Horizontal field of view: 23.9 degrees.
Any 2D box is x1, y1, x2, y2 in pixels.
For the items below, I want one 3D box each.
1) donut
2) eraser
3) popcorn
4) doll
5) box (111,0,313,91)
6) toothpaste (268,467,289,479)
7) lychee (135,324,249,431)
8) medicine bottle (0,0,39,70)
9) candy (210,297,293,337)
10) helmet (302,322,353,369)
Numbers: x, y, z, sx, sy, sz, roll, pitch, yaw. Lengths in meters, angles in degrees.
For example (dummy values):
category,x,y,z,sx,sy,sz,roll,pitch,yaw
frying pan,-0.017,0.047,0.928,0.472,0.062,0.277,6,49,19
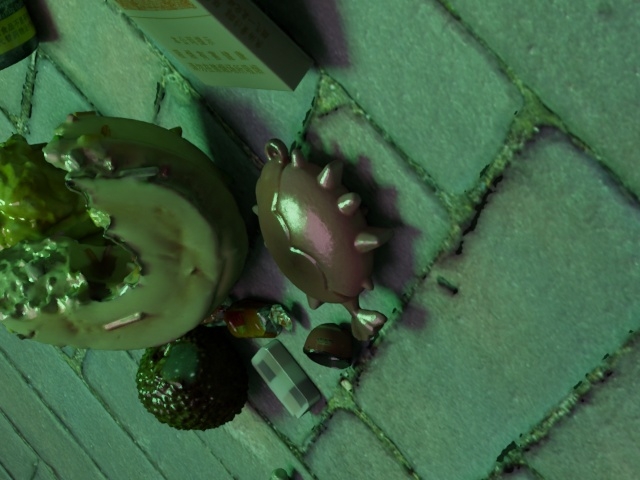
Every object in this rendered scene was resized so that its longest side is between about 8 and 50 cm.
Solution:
category,x,y,z,sx,sy,sz,roll,pitch,yaw
donut,-0.249,-0.003,1.937,0.150,0.307,0.371,-96,29,-44
eraser,-0.048,0.190,2.073,0.105,0.026,0.065,51,145,9
popcorn,-0.396,-0.050,2.132,0.249,0.249,0.225,101,161,-49
doll,0.000,0.000,1.774,0.262,0.093,0.211,58,145,-2
box,-0.189,-0.292,1.634,0.365,0.051,0.204,41,165,-30
toothpaste,-0.064,0.405,2.285,0.062,0.037,0.216,39,150,23
lychee,-0.179,0.200,2.143,0.171,0.171,0.171,34,142,31
medicine bottle,-0.501,-0.374,2.061,0.141,0.141,0.293,6,124,51
candy,-0.092,0.104,2.039,0.182,0.046,0.053,0,115,48
helmet,0.013,0.130,1.916,0.065,0.049,0.084,12,166,6
